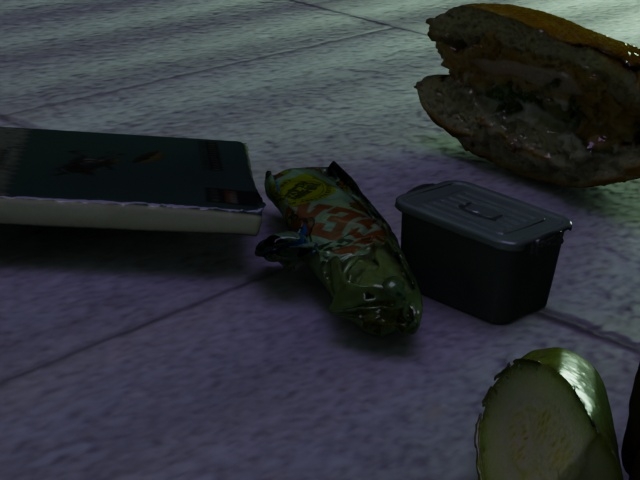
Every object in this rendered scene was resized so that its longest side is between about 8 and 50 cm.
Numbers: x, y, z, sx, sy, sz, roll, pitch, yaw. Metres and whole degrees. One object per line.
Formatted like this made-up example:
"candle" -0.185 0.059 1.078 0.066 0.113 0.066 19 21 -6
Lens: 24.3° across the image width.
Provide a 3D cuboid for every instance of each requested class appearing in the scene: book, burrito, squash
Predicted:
"book" -0.239 -0.053 1.166 0.379 0.031 0.264 2 15 -8
"burrito" 0.000 0.000 1.092 0.104 0.054 0.288 -1 22 -15
"squash" 0.127 0.101 0.845 0.075 0.090 0.200 11 15 4

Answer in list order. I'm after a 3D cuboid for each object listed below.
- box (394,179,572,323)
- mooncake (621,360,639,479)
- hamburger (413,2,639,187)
"box" 0.115 0.008 1.083 0.122 0.069 0.084 23 29 38
"mooncake" 0.314 0.095 0.754 0.324 0.187 0.324 4 23 -2
"hamburger" 0.229 -0.126 1.364 0.156 0.144 0.283 -1 21 -44
